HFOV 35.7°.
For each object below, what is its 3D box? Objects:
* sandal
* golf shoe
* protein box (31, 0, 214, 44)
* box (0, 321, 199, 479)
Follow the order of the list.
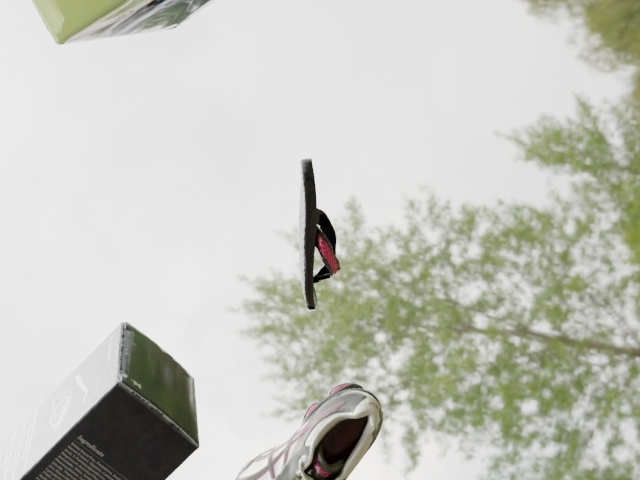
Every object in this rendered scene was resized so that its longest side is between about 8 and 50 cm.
[{"bbox_3d":[0.000,0.000,0.985,0.067,0.040,0.179,-102,10,-52],"label":"sandal"},{"bbox_3d":[-0.029,0.287,1.204,0.273,0.105,0.120,-51,2,-5],"label":"golf shoe"},{"bbox_3d":[-0.084,-0.244,0.519,0.201,0.199,0.136,60,-157,-5],"label":"protein box"},{"bbox_3d":[-0.231,0.209,1.009,0.207,0.153,0.108,-44,-71,7],"label":"box"}]
